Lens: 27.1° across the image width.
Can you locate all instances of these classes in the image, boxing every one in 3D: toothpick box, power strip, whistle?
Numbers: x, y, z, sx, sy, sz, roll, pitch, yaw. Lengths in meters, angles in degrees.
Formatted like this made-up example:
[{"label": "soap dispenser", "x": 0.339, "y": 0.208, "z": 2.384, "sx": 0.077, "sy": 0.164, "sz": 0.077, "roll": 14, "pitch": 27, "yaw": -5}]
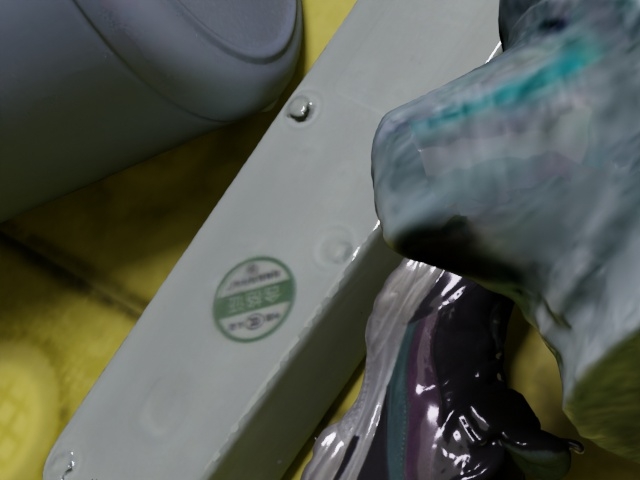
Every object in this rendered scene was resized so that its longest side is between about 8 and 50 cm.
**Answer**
[{"label": "toothpick box", "x": -0.215, "y": -0.110, "z": 0.703, "sx": 0.355, "sy": 0.263, "sz": 0.263, "roll": -22, "pitch": 57, "yaw": 24}, {"label": "power strip", "x": 0.000, "y": 0.000, "z": 0.626, "sx": 0.091, "sy": 0.062, "sz": 0.385, "roll": 31, "pitch": 85, "yaw": 39}, {"label": "whistle", "x": 0.226, "y": -0.052, "z": 0.424, "sx": 0.405, "sy": 0.188, "sz": 0.168, "roll": -20, "pitch": 57, "yaw": 23}]

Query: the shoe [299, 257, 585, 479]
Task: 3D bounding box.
[{"label": "shoe", "x": 0.061, "y": 0.075, "z": 0.546, "sx": 0.099, "sy": 0.071, "sz": 0.169, "roll": 22, "pitch": 84, "yaw": 35}]
